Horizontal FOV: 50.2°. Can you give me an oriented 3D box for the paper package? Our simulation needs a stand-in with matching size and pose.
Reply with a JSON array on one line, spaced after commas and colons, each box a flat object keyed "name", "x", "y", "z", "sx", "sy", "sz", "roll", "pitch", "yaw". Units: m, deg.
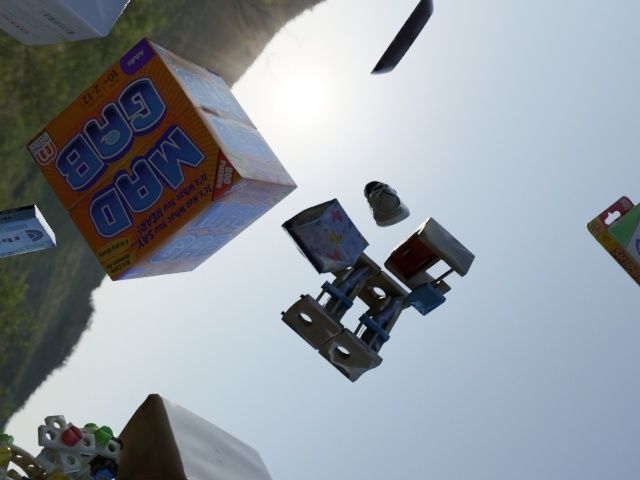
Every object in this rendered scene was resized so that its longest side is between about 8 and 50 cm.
[{"name": "paper package", "x": -0.230, "y": 0.495, "z": 1.336, "sx": 0.168, "sy": 0.309, "sz": 0.325, "roll": -52, "pitch": -153, "yaw": -1}]

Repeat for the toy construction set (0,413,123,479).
[{"name": "toy construction set", "x": -0.495, "y": 0.400, "z": 1.241, "sx": 0.328, "sy": 0.215, "sz": 0.151, "roll": -32, "pitch": -148, "yaw": 32}]

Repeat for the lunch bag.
[{"name": "lunch bag", "x": 0.000, "y": 0.000, "z": 0.770, "sx": 0.083, "sy": 0.071, "sz": 0.053, "roll": -14, "pitch": -153, "yaw": 48}]

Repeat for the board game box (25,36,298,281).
[{"name": "board game box", "x": -0.336, "y": -0.163, "z": 1.531, "sx": 0.357, "sy": 0.356, "sz": 0.356, "roll": -37, "pitch": 171, "yaw": 14}]

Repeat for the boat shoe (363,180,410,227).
[{"name": "boat shoe", "x": 0.140, "y": -0.090, "z": 1.565, "sx": 0.079, "sy": 0.081, "sz": 0.227, "roll": -27, "pitch": -163, "yaw": -1}]

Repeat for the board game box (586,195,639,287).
[{"name": "board game box", "x": 0.518, "y": 0.045, "z": 1.007, "sx": 0.124, "sy": 0.259, "sz": 0.039, "roll": -30, "pitch": 161, "yaw": -32}]

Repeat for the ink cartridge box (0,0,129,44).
[{"name": "ink cartridge box", "x": -0.468, "y": -0.422, "z": 1.088, "sx": 0.353, "sy": 0.207, "sz": 0.119, "roll": 14, "pitch": -106, "yaw": 47}]

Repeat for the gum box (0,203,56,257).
[{"name": "gum box", "x": -0.783, "y": -0.020, "z": 1.748, "sx": 0.184, "sy": 0.157, "sz": 0.041, "roll": 104, "pitch": -29, "yaw": -66}]

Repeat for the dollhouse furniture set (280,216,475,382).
[{"name": "dollhouse furniture set", "x": 0.066, "y": 0.058, "z": 0.841, "sx": 0.183, "sy": 0.129, "sz": 0.129, "roll": -45, "pitch": -175, "yaw": 46}]

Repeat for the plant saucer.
[{"name": "plant saucer", "x": 0.168, "y": -0.402, "z": 1.351, "sx": 0.198, "sy": 0.036, "sz": 0.198, "roll": -56, "pitch": -175, "yaw": 7}]
